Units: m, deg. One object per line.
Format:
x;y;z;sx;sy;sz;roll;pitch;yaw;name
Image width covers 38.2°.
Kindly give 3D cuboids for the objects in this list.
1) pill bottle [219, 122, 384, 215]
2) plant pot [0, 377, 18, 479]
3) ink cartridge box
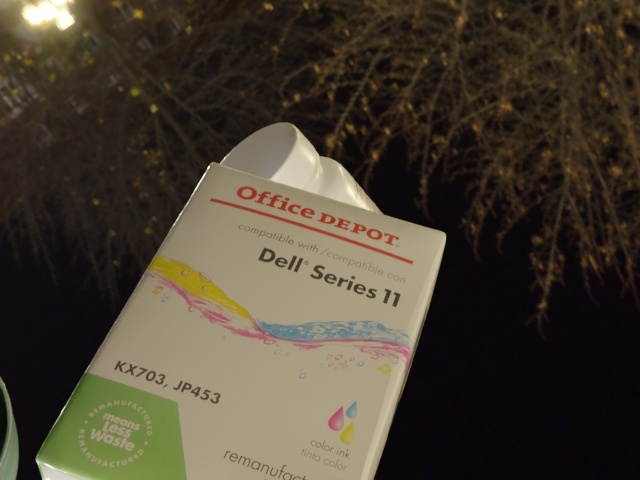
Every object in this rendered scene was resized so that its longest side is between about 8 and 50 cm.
0.000;0.000;1.139;0.160;0.283;0.160;-29;-147;22;pill bottle
-0.504;0.293;1.139;0.293;0.196;0.293;0;-129;1;plant pot
-0.033;0.073;0.707;0.207;0.119;0.353;17;-129;8;ink cartridge box
